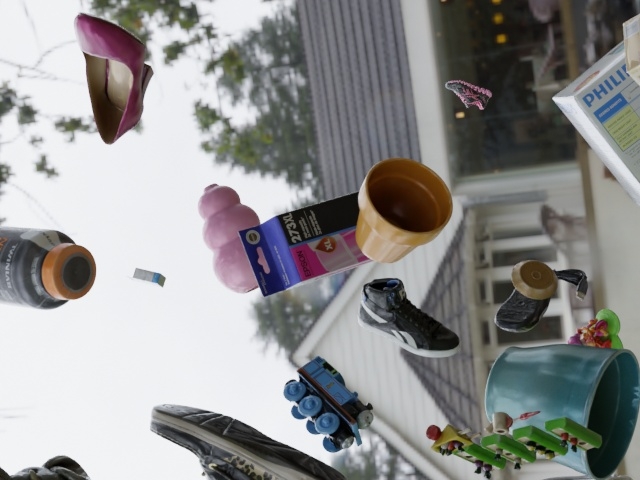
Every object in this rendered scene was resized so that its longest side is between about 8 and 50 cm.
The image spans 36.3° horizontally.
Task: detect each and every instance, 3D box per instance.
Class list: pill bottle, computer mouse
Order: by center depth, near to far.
[{"bbox_3d":[-0.472,0.043,1.572,0.130,0.246,0.130,-5,-83,-53],"label":"pill bottle"},{"bbox_3d":[0.532,0.152,2.321,0.262,0.184,0.060,-50,-47,-47],"label":"computer mouse"}]

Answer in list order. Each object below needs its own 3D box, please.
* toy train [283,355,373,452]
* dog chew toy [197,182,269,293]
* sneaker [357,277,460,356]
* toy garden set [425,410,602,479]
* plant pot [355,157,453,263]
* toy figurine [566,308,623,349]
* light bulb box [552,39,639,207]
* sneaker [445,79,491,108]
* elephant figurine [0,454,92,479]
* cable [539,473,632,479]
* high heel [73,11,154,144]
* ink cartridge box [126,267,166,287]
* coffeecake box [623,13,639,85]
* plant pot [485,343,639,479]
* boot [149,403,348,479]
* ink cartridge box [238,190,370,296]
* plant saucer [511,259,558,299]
[{"bbox_3d":[0.014,0.282,1.679,0.184,0.105,0.080,37,154,43],"label":"toy train"},{"bbox_3d":[-0.251,-0.014,2.867,0.331,0.207,0.206,63,-165,5],"label":"dog chew toy"},{"bbox_3d":[0.172,0.143,1.903,0.079,0.217,0.121,-48,-32,-46],"label":"sneaker"},{"bbox_3d":[0.324,0.354,1.689,0.204,0.244,0.049,30,-129,-34],"label":"toy garden set"},{"bbox_3d":[0.166,-0.049,2.195,0.188,0.205,0.205,119,160,-53],"label":"plant pot"},{"bbox_3d":[0.632,0.259,2.348,0.159,0.130,0.173,-11,-61,-34],"label":"toy figurine"},{"bbox_3d":[0.807,-0.307,2.280,0.361,0.358,0.225,50,-175,-7],"label":"light bulb box"},{"bbox_3d":[0.368,-0.364,2.453,0.047,0.119,0.057,-171,99,-87],"label":"sneaker"},{"bbox_3d":[-0.430,0.424,1.591,0.169,0.239,0.186,-45,-14,-46],"label":"elephant figurine"},{"bbox_3d":[0.619,0.636,2.421,0.257,0.257,0.089,8,-106,-52],"label":"cable"},{"bbox_3d":[-0.419,-0.309,1.919,0.377,0.127,0.181,54,-122,-76],"label":"high heel"},{"bbox_3d":[-0.422,0.088,2.370,0.048,0.083,0.028,64,-140,-72],"label":"ink cartridge box"},{"bbox_3d":[0.627,-0.306,1.757,0.185,0.068,0.142,37,-137,-27],"label":"coffeecake box"},{"bbox_3d":[0.497,0.333,2.053,0.272,0.255,0.271,-16,-69,-48],"label":"plant pot"},{"bbox_3d":[-0.162,0.464,1.676,0.138,0.378,0.284,6,-75,-77],"label":"boot"},{"bbox_3d":[0.000,0.000,2.387,0.175,0.371,0.069,68,156,8],"label":"ink cartridge box"},{"bbox_3d":[0.376,0.064,1.710,0.015,0.084,0.083,100,176,-54],"label":"plant saucer"}]
